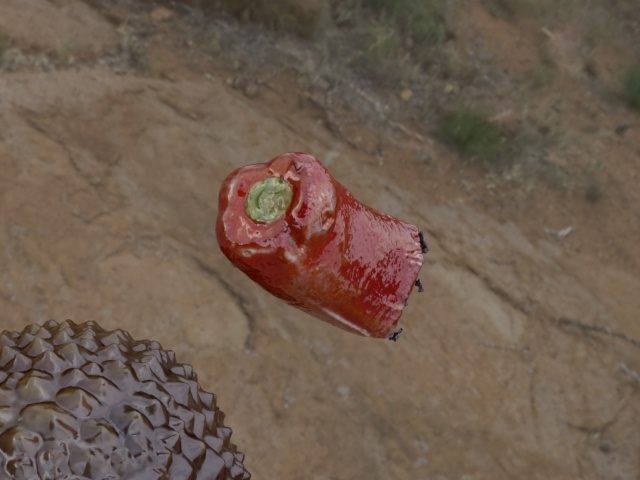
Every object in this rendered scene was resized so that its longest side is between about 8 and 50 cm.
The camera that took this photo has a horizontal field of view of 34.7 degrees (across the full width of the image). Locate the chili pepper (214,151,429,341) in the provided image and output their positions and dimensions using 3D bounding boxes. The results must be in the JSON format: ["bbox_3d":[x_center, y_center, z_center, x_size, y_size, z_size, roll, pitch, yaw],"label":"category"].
[{"bbox_3d":[0.000,0.000,0.535,0.123,0.073,0.070,34,12,-45],"label":"chili pepper"}]

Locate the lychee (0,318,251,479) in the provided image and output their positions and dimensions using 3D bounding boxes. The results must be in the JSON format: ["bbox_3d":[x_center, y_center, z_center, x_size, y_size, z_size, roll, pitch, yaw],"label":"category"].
[{"bbox_3d":[-0.170,0.175,0.691,0.267,0.267,0.267,21,41,-20],"label":"lychee"}]
